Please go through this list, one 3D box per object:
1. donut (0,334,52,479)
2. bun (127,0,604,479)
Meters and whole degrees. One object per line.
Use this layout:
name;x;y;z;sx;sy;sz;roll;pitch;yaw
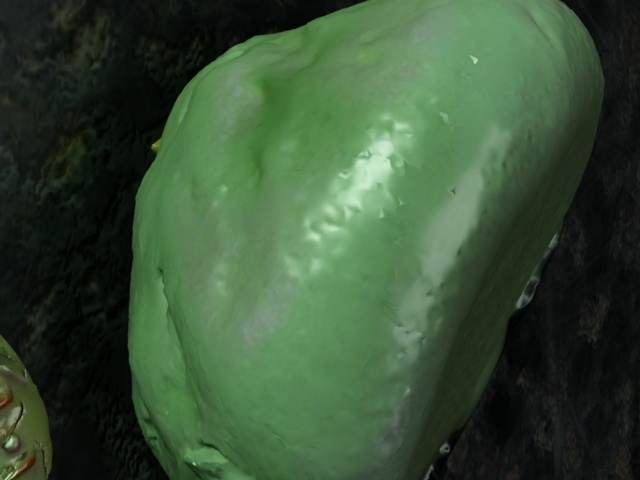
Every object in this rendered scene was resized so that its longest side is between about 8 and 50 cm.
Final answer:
donut;-0.169;0.092;0.564;0.174;0.068;0.174;-13;106;-53
bun;0.000;0.000;0.689;0.293;0.187;0.293;-61;166;-26
